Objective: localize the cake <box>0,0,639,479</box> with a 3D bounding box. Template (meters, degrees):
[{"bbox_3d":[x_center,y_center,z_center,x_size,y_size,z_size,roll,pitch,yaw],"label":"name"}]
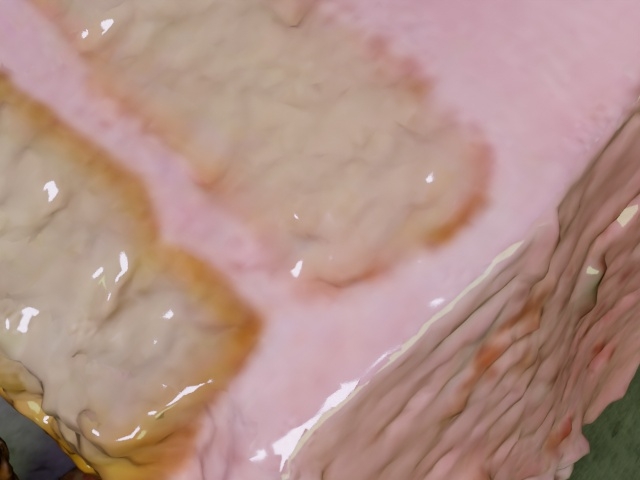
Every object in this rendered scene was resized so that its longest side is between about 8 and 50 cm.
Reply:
[{"bbox_3d":[0.000,0.000,0.587,0.307,0.293,0.314,-45,153,-14],"label":"cake"}]

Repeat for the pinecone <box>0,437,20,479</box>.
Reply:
[{"bbox_3d":[-0.207,0.161,0.590,0.174,0.174,0.173,-34,142,-32],"label":"pinecone"}]

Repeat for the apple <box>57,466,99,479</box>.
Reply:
[{"bbox_3d":[-0.110,0.194,0.762,0.146,0.131,0.146,-23,121,-44],"label":"apple"}]
